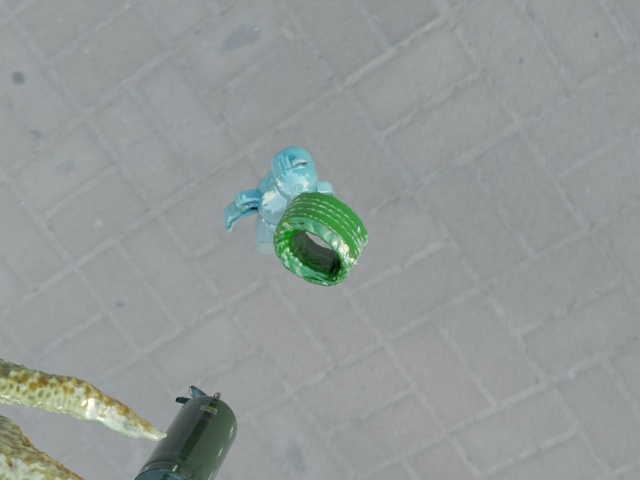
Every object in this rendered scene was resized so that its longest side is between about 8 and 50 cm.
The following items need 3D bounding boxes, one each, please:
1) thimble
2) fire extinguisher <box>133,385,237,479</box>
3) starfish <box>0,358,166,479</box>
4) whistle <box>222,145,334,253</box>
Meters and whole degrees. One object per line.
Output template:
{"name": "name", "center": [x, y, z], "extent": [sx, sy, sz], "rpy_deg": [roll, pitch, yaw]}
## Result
{"name": "thimble", "center": [0.000, 0.000, 1.567], "extent": [0.130, 0.090, 0.118], "rpy_deg": [22, 129, 7]}
{"name": "fire extinguisher", "center": [-0.186, 0.292, 1.537], "extent": [0.114, 0.311, 0.095], "rpy_deg": [23, 108, 3]}
{"name": "starfish", "center": [-0.273, 0.090, 0.664], "extent": [0.357, 0.347, 0.078], "rpy_deg": [5, 91, -32]}
{"name": "whistle", "center": [-0.058, -0.057, 1.768], "extent": [0.186, 0.093, 0.274], "rpy_deg": [-7, 152, -19]}
